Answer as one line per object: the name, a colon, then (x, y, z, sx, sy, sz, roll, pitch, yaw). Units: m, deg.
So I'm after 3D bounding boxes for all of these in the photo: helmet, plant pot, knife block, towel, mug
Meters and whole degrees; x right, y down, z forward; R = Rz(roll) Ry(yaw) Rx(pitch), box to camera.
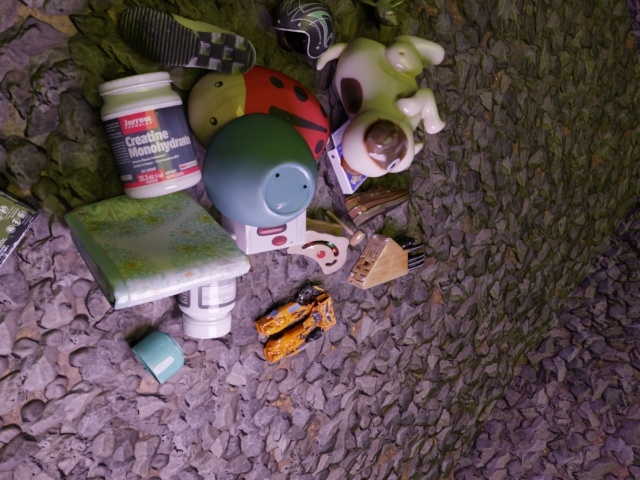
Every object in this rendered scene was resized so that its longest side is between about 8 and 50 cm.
helmet: (-0.048, -0.604, 1.510, 0.169, 0.169, 0.161, -46, 140, -18)
plant pot: (-0.120, -0.151, 1.339, 0.290, 0.195, 0.290, -12, 117, -26)
knife block: (0.256, 0.093, 1.967, 0.242, 0.088, 0.275, 39, 78, -36)
towel: (-0.396, -0.001, 1.293, 0.320, 0.374, 0.090, -17, 132, -33)
mug: (-0.442, 0.315, 1.502, 0.097, 0.158, 0.129, -39, 98, -25)

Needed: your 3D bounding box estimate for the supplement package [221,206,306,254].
supplement package: (-0.163, -0.081, 1.573, 0.203, 0.149, 0.194, -11, 109, -35)

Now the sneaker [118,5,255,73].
sneaker: (-0.331, -0.500, 1.371, 0.330, 0.146, 0.122, 13, 114, -15)

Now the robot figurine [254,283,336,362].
robot figurine: (-0.065, 0.269, 1.780, 0.291, 0.085, 0.211, -27, 118, -28)

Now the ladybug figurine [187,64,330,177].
ladybug figurine: (-0.137, -0.329, 1.498, 0.449, 0.162, 0.305, 3, 91, -39)

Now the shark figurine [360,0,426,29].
shark figurine: (0.224, -0.735, 1.737, 0.278, 0.166, 0.116, -50, 153, -36)

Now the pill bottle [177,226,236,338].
pill bottle: (-0.315, 0.113, 1.506, 0.161, 0.161, 0.283, -6, 106, -35)

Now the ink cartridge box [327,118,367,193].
ink cartridge box: (0.103, -0.289, 1.741, 0.206, 0.045, 0.208, -48, 128, -41)

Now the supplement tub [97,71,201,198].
supplement tub: (-0.410, -0.250, 1.309, 0.191, 0.191, 0.272, -22, 107, -30)

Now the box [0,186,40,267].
box: (-0.754, -0.010, 1.163, 0.163, 0.142, 0.247, 39, 80, -38)

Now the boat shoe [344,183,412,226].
boat shoe: (0.203, -0.144, 1.847, 0.307, 0.111, 0.104, -23, 78, -48)

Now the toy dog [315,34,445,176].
toy dog: (0.177, -0.379, 1.578, 0.395, 0.284, 0.408, 18, 64, -31)

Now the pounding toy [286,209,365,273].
pounding toy: (0.000, 0.000, 1.767, 0.269, 0.155, 0.154, 12, 124, -29)
